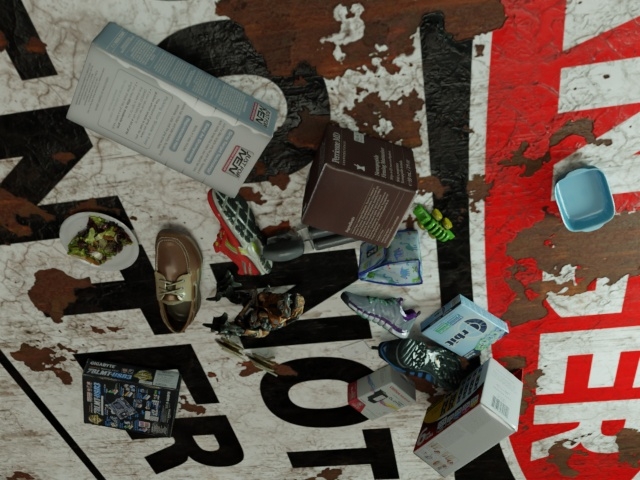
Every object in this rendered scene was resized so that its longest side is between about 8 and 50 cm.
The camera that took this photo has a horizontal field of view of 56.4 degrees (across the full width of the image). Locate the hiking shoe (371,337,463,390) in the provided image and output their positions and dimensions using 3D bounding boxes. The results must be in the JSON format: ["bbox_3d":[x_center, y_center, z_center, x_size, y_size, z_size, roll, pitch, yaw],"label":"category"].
[{"bbox_3d":[0.295,0.347,1.732,0.304,0.113,0.132,33,159,-33],"label":"hiking shoe"}]

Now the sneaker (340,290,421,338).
[{"bbox_3d":[0.162,0.174,1.610,0.224,0.083,0.098,31,97,-18],"label":"sneaker"}]

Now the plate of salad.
[{"bbox_3d":[-0.565,0.012,1.517,0.200,0.048,0.199,2,130,2],"label":"plate of salad"}]

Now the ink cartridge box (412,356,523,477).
[{"bbox_3d":[0.442,0.503,1.768,0.130,0.272,0.309,39,125,1],"label":"ink cartridge box"}]

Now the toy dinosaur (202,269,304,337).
[{"bbox_3d":[-0.187,0.210,1.604,0.219,0.164,0.322,24,122,-35],"label":"toy dinosaur"}]

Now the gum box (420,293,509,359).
[{"bbox_3d":[0.399,0.244,1.659,0.184,0.041,0.157,31,125,-20],"label":"gum box"}]

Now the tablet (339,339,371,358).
[{"bbox_3d":[0.103,0.324,1.769,0.083,0.006,0.054,-23,126,21],"label":"tablet"}]

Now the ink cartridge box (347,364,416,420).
[{"bbox_3d":[0.189,0.471,1.844,0.175,0.072,0.127,-33,121,28],"label":"ink cartridge box"}]

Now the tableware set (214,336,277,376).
[{"bbox_3d":[-0.212,0.326,1.743,0.194,0.128,0.039,31,83,-19],"label":"tableware set"}]

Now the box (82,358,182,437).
[{"bbox_3d":[-0.613,0.516,1.932,0.294,0.073,0.295,12,130,-6],"label":"box"}]

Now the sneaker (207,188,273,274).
[{"bbox_3d":[-0.215,-0.009,1.444,0.119,0.107,0.279,-11,129,19],"label":"sneaker"}]

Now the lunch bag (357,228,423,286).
[{"bbox_3d":[0.167,0.043,1.445,0.151,0.128,0.096,-7,125,12],"label":"lunch bag"}]

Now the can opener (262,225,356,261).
[{"bbox_3d":[0.000,0.000,1.449,0.281,0.093,0.074,-16,129,9],"label":"can opener"}]

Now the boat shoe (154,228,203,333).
[{"bbox_3d":[-0.369,0.114,1.546,0.123,0.116,0.324,1,130,2],"label":"boat shoe"}]

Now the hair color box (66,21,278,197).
[{"bbox_3d":[-0.298,-0.259,1.228,0.375,0.113,0.185,26,127,-17],"label":"hair color box"}]

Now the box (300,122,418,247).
[{"bbox_3d":[0.082,-0.117,1.288,0.203,0.168,0.167,16,130,-10],"label":"box"}]

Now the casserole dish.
[{"bbox_3d":[0.598,-0.098,1.360,0.114,0.037,0.188,-20,125,20],"label":"casserole dish"}]

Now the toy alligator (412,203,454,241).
[{"bbox_3d":[0.255,-0.047,1.414,0.190,0.051,0.056,37,122,-25],"label":"toy alligator"}]
